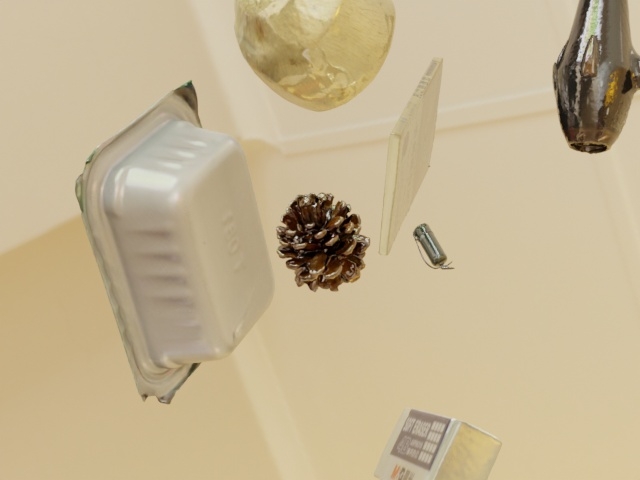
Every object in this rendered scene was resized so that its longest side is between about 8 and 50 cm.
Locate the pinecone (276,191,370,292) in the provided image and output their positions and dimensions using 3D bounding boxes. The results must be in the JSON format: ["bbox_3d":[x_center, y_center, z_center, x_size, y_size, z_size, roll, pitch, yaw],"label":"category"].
[{"bbox_3d":[0.001,0.000,2.072,0.179,0.150,0.195,-13,-70,14],"label":"pinecone"}]

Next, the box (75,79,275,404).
[{"bbox_3d":[-0.145,0.007,1.300,0.106,0.264,0.337,4,-58,25],"label":"box"}]

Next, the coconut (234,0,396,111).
[{"bbox_3d":[-0.007,-0.278,1.445,0.224,0.224,0.224,27,-48,34],"label":"coconut"}]

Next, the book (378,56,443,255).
[{"bbox_3d":[0.149,-0.144,1.769,0.021,0.310,0.217,12,-56,13],"label":"book"}]

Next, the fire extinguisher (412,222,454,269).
[{"bbox_3d":[0.160,0.014,1.565,0.025,0.038,0.083,87,-21,-54],"label":"fire extinguisher"}]

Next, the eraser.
[{"bbox_3d":[0.162,0.314,1.550,0.081,0.124,0.279,27,-9,-7],"label":"eraser"}]

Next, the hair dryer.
[{"bbox_3d":[0.503,-0.262,1.483,0.359,0.120,0.304,7,-101,24],"label":"hair dryer"}]
